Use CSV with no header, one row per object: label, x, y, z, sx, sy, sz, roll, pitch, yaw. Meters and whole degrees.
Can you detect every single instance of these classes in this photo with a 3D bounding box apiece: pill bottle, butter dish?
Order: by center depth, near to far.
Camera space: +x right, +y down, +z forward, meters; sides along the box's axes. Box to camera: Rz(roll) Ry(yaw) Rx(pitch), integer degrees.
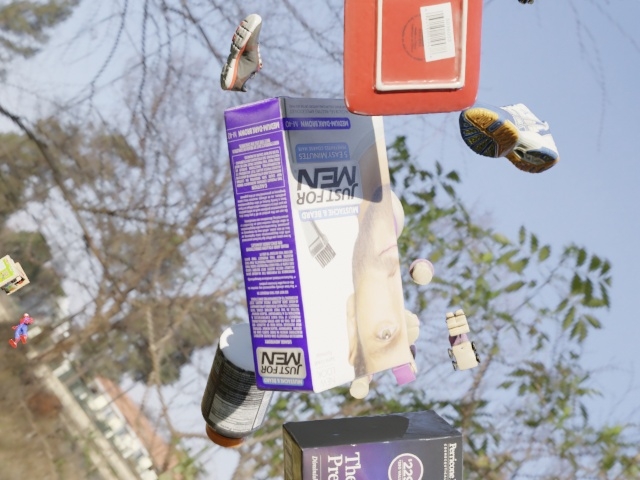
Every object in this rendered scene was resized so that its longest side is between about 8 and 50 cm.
butter dish,0.081,-0.217,0.967,0.118,0.160,0.160,-150,-123,-65
pill bottle,-0.155,0.286,1.737,0.130,0.130,0.245,44,-48,30

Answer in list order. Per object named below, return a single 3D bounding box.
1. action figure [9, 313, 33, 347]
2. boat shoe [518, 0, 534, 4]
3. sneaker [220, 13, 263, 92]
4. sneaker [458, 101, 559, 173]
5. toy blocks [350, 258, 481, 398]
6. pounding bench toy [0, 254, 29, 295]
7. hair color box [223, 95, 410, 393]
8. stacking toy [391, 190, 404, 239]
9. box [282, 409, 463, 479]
action figure,-0.624,0.182,1.901,0.030,0.038,0.115,61,3,-21
boat shoe,0.368,-0.568,1.769,0.084,0.079,0.233,156,-79,-86
sneaker,-0.135,-0.347,1.701,0.157,0.065,0.061,-62,-150,28
sneaker,0.408,-0.252,2.023,0.112,0.297,0.130,-29,-128,39
toy blocks,0.173,0.167,2.095,0.260,0.309,0.288,-73,144,-76
pounding bench toy,-0.650,0.061,1.875,0.083,0.052,0.065,56,-6,17
hair color box,0.000,0.000,1.107,0.110,0.185,0.338,-4,-86,43
stacking toy,0.024,0.034,1.399,0.141,0.330,0.141,11,-56,16
box,0.058,0.335,1.017,0.103,0.184,0.261,-159,-113,-73
